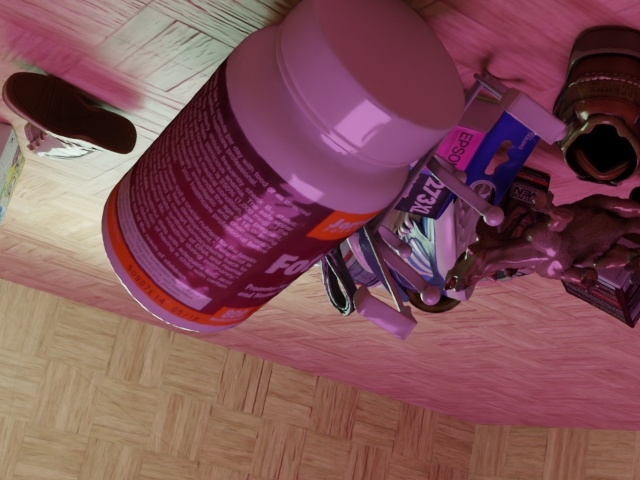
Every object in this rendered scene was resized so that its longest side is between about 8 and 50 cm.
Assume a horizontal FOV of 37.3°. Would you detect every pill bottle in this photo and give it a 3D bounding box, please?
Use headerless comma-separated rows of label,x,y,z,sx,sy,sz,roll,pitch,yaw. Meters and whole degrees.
pill bottle,0.071,0.024,1.674,0.180,0.108,0.108,26,158,-39
pill bottle,-0.048,-0.082,1.011,0.224,0.224,0.392,22,137,-31

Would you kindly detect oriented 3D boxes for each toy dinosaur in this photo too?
toy dinosaur,0.309,-0.009,1.188,0.295,0.127,0.200,-6,-175,-13

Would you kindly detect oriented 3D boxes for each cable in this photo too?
cable,0.000,0.000,1.489,0.139,0.072,0.287,27,135,31

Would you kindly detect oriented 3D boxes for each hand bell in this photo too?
hand bell,0.242,0.082,1.812,0.126,0.126,0.242,6,176,19

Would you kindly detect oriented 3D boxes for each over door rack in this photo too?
over door rack,0.143,-0.039,0.953,0.108,0.239,0.324,34,-166,-4

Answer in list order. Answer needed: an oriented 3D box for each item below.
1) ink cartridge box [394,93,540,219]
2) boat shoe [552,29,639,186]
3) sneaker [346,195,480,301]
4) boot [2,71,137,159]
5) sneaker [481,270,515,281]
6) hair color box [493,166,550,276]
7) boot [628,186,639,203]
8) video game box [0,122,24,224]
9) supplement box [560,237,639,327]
ink cartridge box,0.080,-0.122,1.172,0.370,0.069,0.176,12,142,-9
boat shoe,0.306,-0.113,1.056,0.110,0.104,0.307,3,163,19
sneaker,0.119,-0.025,1.448,0.236,0.130,0.323,17,156,21
boot,-0.401,-0.175,1.404,0.165,0.077,0.213,-2,162,44
sneaker,0.254,0.018,1.569,0.118,0.083,0.222,16,164,-12
hair color box,0.265,-0.028,1.301,0.072,0.141,0.043,16,166,-16
boot,0.539,-0.026,1.194,0.246,0.094,0.207,25,157,-18
video game box,-0.566,-0.079,1.614,0.048,0.205,0.187,17,163,-4
supplement box,0.442,0.049,1.489,0.130,0.073,0.239,31,174,29
